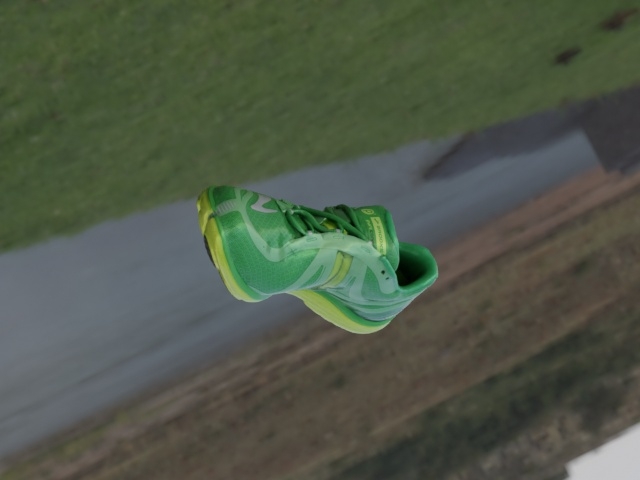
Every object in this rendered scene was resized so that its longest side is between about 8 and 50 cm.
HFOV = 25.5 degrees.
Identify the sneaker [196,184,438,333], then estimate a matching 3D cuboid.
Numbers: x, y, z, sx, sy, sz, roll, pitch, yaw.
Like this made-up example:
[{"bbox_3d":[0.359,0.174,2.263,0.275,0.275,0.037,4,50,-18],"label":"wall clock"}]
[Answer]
[{"bbox_3d":[0.000,0.000,1.259,0.123,0.109,0.295,-32,151,26],"label":"sneaker"}]
